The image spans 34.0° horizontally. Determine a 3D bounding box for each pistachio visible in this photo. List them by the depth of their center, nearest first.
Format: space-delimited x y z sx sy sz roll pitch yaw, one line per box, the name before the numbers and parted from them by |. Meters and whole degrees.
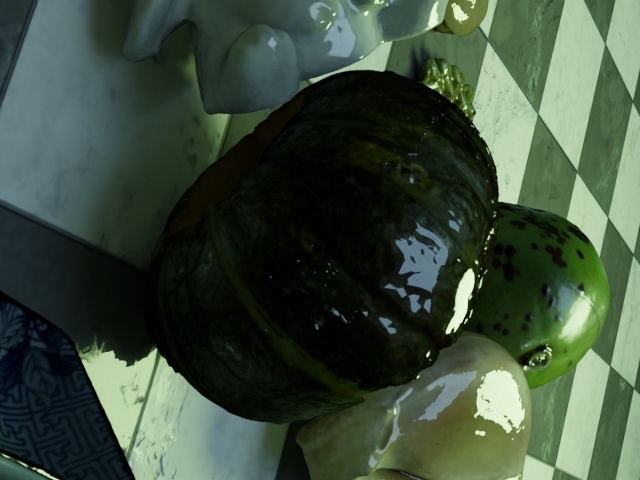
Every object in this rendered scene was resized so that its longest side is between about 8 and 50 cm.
pistachio | 0.142 -0.295 1.183 0.149 0.113 0.113 68 40 -58

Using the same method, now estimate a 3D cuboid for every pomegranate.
pomegranate | 0.219 0.062 1.282 0.270 0.254 0.254 -110 -172 -60

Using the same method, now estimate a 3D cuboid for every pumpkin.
pumpkin | 0.000 0.000 0.829 0.192 0.320 0.320 47 50 -14

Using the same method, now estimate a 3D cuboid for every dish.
dish | -0.226 0.097 0.645 0.080 0.182 0.243 -39 142 4

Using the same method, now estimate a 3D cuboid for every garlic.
garlic | 0.148 0.244 1.134 0.340 0.231 0.246 53 13 -18

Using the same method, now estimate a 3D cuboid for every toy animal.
toy animal | -0.053 -0.254 0.798 0.272 0.206 0.265 -32 113 -29

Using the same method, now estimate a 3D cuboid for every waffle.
waffle | 0.145 -0.129 1.293 0.169 0.036 0.183 20 79 -58
